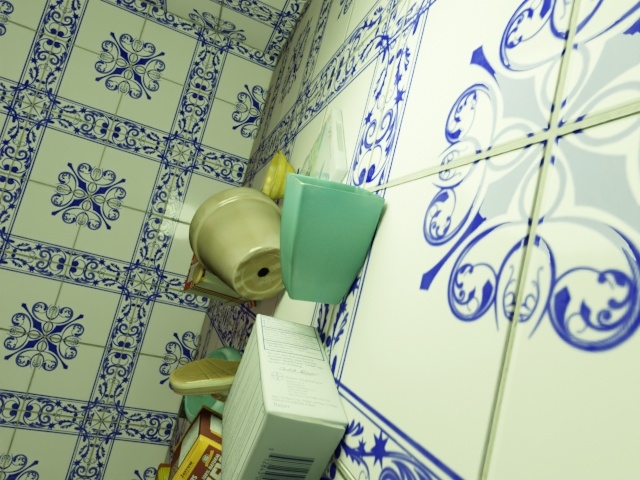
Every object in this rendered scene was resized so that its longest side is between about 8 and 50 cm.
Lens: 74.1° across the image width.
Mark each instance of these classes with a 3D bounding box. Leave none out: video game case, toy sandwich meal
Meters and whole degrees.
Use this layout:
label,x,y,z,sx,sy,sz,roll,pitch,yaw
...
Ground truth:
label,x,y,z,sx,sy,sz,roll,pitch,yaw
video game case,-0.015,-0.180,1.258,0.300,0.036,0.329,-91,25,-44
toy sandwich meal,-0.413,0.115,1.453,0.085,0.029,0.085,-32,48,43

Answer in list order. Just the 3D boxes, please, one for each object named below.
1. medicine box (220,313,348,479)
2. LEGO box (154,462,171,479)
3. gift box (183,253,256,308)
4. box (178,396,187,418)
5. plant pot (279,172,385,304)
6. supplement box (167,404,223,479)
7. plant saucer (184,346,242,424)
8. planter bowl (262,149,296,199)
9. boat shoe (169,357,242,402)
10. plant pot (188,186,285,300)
label,x,y,z,sx,sy,sz,roll,pitch,yaw
medicine box,-0.090,0.343,0.845,0.289,0.149,0.263,-115,44,-64
LEGO box,-0.455,0.969,1.317,0.500,0.193,0.372,153,131,-66
gift box,-0.339,0.117,1.622,0.276,0.258,0.255,-17,57,53
box,-0.514,0.673,1.831,0.077,0.147,0.180,-169,96,-73
plant pot,0.000,0.000,0.864,0.165,0.166,0.234,-132,53,-69
supplement box,-0.225,0.510,0.969,0.129,0.191,0.194,-58,11,-7
plant saucer,-0.417,0.546,1.608,0.317,0.044,0.317,-31,39,28
planter bowl,-0.150,-0.229,1.617,0.217,0.090,0.217,-164,90,-73
boat shoe,-0.223,0.349,1.036,0.109,0.302,0.098,18,97,44
plant pot,-0.223,0.031,1.327,0.280,0.323,0.323,48,122,51
